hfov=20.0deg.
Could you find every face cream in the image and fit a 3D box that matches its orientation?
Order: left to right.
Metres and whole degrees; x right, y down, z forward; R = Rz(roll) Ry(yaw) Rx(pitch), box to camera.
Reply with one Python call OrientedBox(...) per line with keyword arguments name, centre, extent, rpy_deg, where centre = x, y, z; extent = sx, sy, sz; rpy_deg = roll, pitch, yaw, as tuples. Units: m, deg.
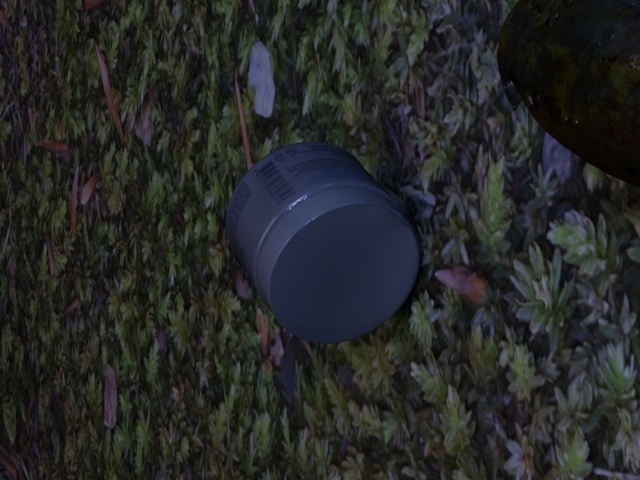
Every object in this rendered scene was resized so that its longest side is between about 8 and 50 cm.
OrientedBox(name="face cream", centre=(0.000, 0.000, 1.967), extent=(0.153, 0.177, 0.177), rpy_deg=(-127, 43, -53))

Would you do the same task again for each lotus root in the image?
OrientedBox(name="lotus root", centre=(0.277, -0.117, 1.374), extent=(0.397, 0.196, 0.179), rpy_deg=(28, 121, 58))
